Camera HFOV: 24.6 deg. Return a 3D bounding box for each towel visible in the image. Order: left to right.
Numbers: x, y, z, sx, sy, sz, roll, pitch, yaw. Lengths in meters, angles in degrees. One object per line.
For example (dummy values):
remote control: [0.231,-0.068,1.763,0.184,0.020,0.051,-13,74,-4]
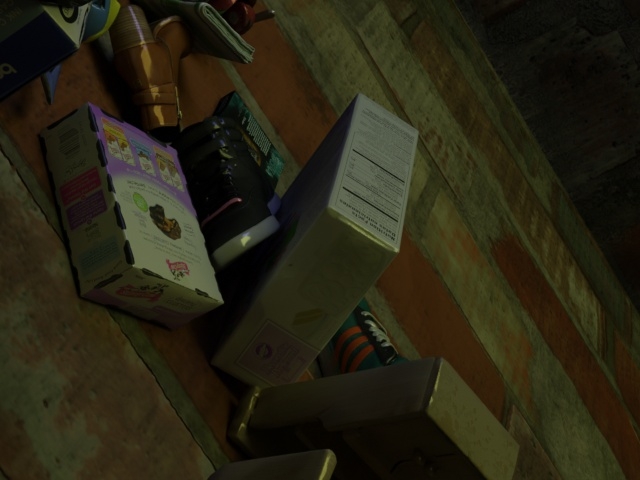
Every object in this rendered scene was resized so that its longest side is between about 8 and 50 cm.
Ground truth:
towel: [-0.160,-0.272,1.846,0.152,0.023,0.113,20,-19,46]

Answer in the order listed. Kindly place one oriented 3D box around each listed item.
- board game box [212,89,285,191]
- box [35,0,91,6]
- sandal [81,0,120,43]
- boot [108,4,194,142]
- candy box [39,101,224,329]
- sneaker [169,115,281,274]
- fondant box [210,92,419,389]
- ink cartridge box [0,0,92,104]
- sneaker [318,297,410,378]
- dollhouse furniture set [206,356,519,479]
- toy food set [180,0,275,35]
board game box: [-0.102,-0.108,1.907,0.126,0.026,0.186,56,20,-18]
box: [-0.299,-0.357,1.246,0.307,0.076,0.242,64,21,4]
sandal: [-0.311,-0.366,1.602,0.138,0.126,0.317,-16,88,-44]
boot: [-0.191,-0.191,1.755,0.197,0.073,0.152,-1,73,-70]
candy box: [-0.193,-0.022,1.505,0.165,0.070,0.196,29,37,-57]
sneaker: [-0.122,-0.056,1.669,0.147,0.104,0.296,56,10,-11]
fondant box: [0.000,0.000,1.679,0.096,0.238,0.330,33,26,-8]
ink cartridge box: [-0.348,-0.307,1.381,0.395,0.151,0.270,47,25,-31]
sneaker: [0.070,0.165,1.827,0.108,0.121,0.302,47,24,-36]
dollhouse furniture set: [0.007,0.329,1.426,0.362,0.256,0.394,49,45,-31]
toy food set: [-0.150,-0.304,1.925,0.218,0.128,0.071,39,50,-57]
